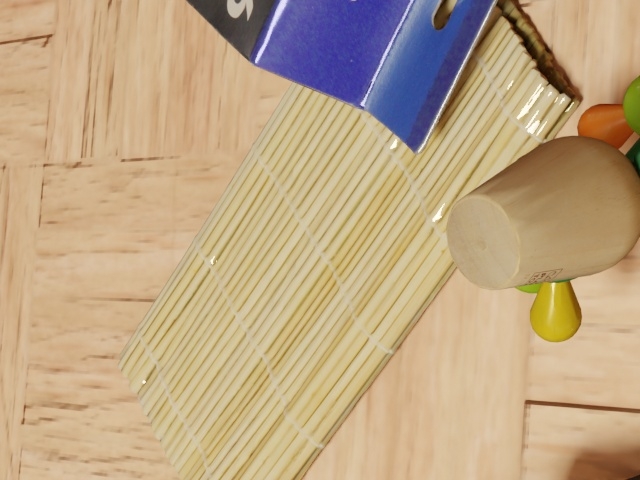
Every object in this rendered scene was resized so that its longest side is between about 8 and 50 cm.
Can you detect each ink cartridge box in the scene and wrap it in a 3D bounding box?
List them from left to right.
[{"bbox_3d":[-0.022,-0.193,0.917,0.333,0.065,0.165,45,116,46],"label":"ink cartridge box"}]

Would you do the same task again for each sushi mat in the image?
[{"bbox_3d":[0.000,0.000,0.916,0.316,0.019,0.151,-56,47,27],"label":"sushi mat"}]

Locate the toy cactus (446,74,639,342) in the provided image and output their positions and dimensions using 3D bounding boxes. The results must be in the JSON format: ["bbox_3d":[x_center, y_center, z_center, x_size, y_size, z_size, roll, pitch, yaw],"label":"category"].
[{"bbox_3d":[0.120,-0.013,0.677,0.219,0.180,0.112,-19,91,50],"label":"toy cactus"}]

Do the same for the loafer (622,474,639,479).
[{"bbox_3d":[0.147,0.110,0.717,0.170,0.062,0.061,5,66,45],"label":"loafer"}]
